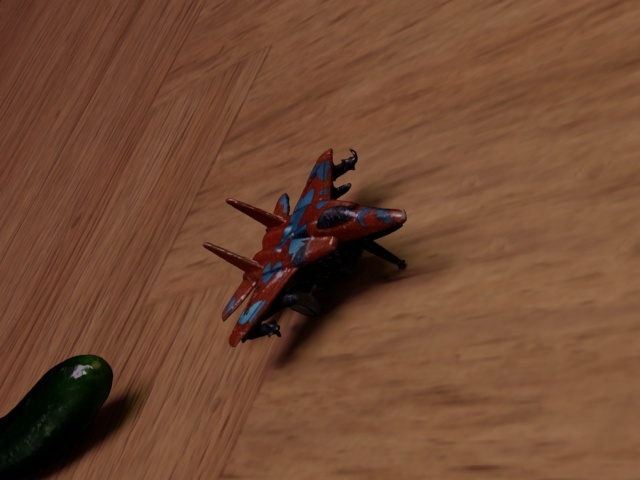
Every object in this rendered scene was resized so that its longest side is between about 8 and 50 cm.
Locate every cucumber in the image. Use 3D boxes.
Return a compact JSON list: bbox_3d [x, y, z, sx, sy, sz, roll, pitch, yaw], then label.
[{"bbox_3d":[-0.219,0.144,0.977,0.284,0.056,0.056,-36,29,48],"label":"cucumber"}]

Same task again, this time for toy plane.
[{"bbox_3d":[0.003,0.002,0.720,0.189,0.061,0.130,-3,55,57],"label":"toy plane"}]
